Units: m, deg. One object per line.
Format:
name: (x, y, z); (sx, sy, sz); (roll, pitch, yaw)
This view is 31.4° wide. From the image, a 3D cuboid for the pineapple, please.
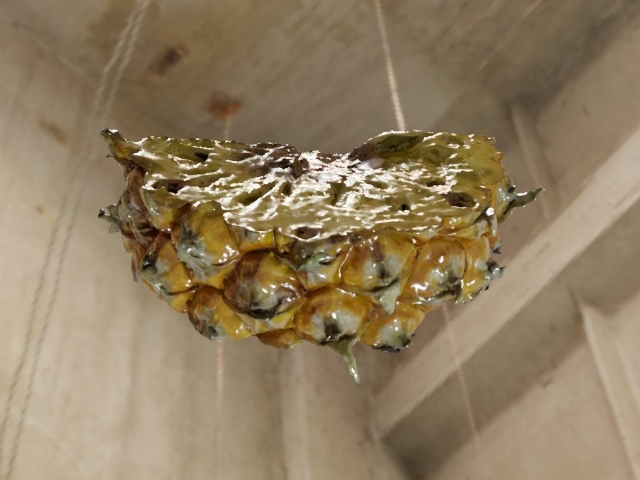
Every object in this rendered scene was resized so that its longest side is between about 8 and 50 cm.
pineapple: (0.000, 0.001, 0.579); (0.135, 0.233, 0.079); (-99, -173, -48)
